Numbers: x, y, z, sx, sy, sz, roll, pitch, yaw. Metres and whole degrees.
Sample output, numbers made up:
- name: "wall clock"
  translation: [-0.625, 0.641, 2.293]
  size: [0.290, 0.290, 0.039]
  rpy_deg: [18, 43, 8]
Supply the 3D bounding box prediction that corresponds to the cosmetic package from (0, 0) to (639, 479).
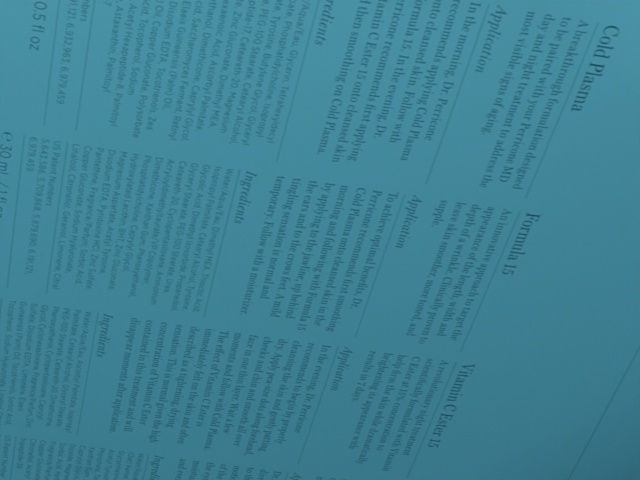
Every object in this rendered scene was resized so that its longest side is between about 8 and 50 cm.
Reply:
- name: "cosmetic package"
  translation: [0.000, 0.000, 0.648]
  size: [0.285, 0.377, 0.097]
  rpy_deg: [10, 48, -6]
